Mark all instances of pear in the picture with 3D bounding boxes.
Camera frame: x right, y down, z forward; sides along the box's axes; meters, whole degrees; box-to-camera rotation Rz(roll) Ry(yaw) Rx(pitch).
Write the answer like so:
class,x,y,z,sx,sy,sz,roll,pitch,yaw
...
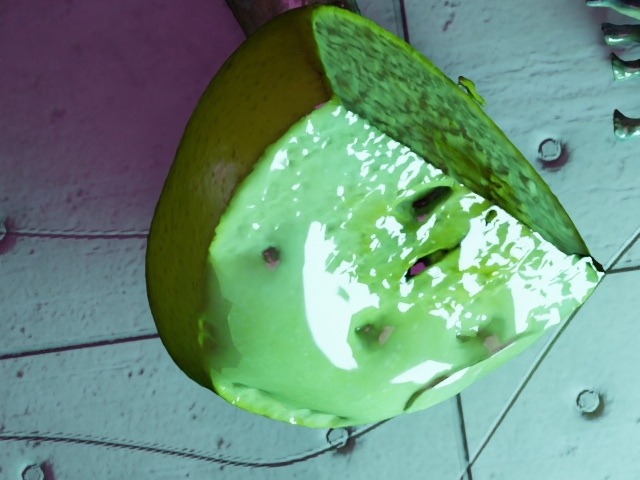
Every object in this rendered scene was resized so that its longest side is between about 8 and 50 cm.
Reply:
class,x,y,z,sx,sy,sz,roll,pitch,yaw
pear,0.000,0.000,1.231,0.342,0.238,0.318,31,114,-36

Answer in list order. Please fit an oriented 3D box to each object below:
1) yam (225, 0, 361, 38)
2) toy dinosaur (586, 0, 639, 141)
class,x,y,z,sx,sy,sz,roll,pitch,yaw
yam,-0.037,-0.229,1.290,0.107,0.107,0.194,-26,90,4
toy dinosaur,0.306,-0.147,1.268,0.147,0.076,0.363,-2,107,20
